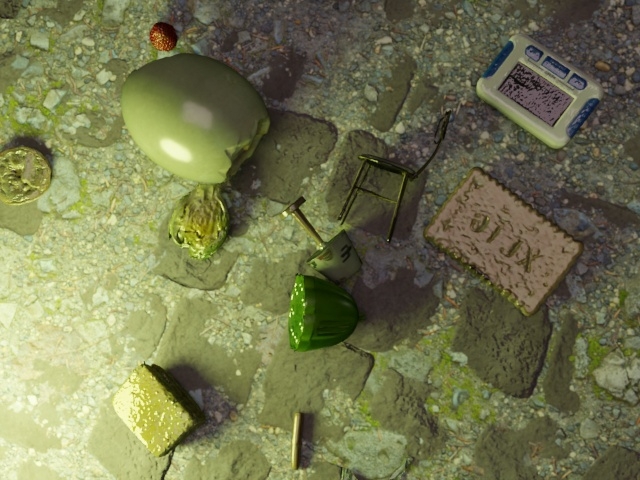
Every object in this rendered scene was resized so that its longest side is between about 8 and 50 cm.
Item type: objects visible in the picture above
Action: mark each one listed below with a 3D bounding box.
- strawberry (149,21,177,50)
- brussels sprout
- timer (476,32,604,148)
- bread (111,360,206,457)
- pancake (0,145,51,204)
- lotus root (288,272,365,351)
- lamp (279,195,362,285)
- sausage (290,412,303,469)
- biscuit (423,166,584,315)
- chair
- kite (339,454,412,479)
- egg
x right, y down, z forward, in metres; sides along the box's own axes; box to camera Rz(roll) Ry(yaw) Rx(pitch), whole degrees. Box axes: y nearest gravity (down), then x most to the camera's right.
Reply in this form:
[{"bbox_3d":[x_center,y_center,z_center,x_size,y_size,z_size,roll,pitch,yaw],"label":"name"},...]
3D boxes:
[{"bbox_3d":[-0.386,-0.506,1.918,0.073,0.083,0.073,2,78,-9],"label":"strawberry"},{"bbox_3d":[-0.284,-0.045,1.858,0.139,0.100,0.181,16,85,-3],"label":"brussels sprout"},{"bbox_3d":[0.506,-0.345,1.815,0.253,0.078,0.178,38,92,9],"label":"timer"},{"bbox_3d":[-0.379,0.392,1.822,0.196,0.102,0.138,43,87,11],"label":"bread"},{"bbox_3d":[-0.747,-0.162,1.948,0.158,0.028,0.158,0,88,6],"label":"pancake"},{"bbox_3d":[0.023,0.169,1.784,0.186,0.186,0.186,-1,85,6],"label":"lotus root"},{"bbox_3d":[0.000,0.000,1.808,0.121,0.121,0.214,-39,94,1],"label":"lamp"},{"bbox_3d":[-0.056,0.469,1.821,0.024,0.024,0.132,3,84,6],"label":"sausage"},{"bbox_3d":[0.422,0.001,1.807,0.325,0.044,0.217,37,90,8],"label":"biscuit"},{"bbox_3d":[0.166,-0.164,1.796,0.170,0.160,0.325,21,91,6],"label":"chair"},{"bbox_3d":[0.132,0.598,1.797,0.229,0.012,0.250,41,89,4],"label":"kite"},{"bbox_3d":[-0.297,-0.290,1.790,0.336,0.278,0.278,34,89,7],"label":"egg"}]
